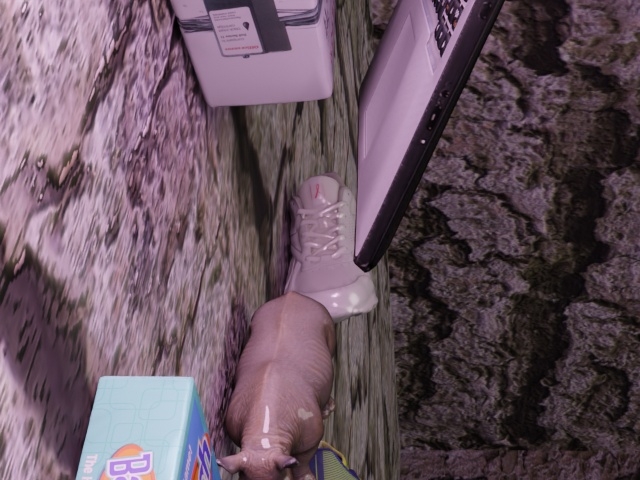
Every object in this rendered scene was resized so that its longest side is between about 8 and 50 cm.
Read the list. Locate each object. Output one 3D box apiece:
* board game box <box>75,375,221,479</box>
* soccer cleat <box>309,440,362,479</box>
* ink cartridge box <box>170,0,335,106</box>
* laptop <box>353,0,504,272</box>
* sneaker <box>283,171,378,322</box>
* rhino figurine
[{"bbox_3d":[-0.073,0.188,0.542,0.210,0.047,0.160,82,10,-46],"label":"board game box"},{"bbox_3d":[0.019,0.264,1.186,0.289,0.093,0.121,68,16,-75],"label":"soccer cleat"},{"bbox_3d":[-0.042,-0.198,0.691,0.208,0.087,0.153,77,13,-62],"label":"ink cartridge box"},{"bbox_3d":[0.008,-0.264,0.689,0.382,0.236,0.408,-82,-165,-69],"label":"laptop"},{"bbox_3d":[0.000,0.000,1.134,0.232,0.090,0.115,-99,179,-68],"label":"sneaker"},{"bbox_3d":[-0.031,0.127,0.826,0.243,0.073,0.106,-78,169,-58],"label":"rhino figurine"}]
